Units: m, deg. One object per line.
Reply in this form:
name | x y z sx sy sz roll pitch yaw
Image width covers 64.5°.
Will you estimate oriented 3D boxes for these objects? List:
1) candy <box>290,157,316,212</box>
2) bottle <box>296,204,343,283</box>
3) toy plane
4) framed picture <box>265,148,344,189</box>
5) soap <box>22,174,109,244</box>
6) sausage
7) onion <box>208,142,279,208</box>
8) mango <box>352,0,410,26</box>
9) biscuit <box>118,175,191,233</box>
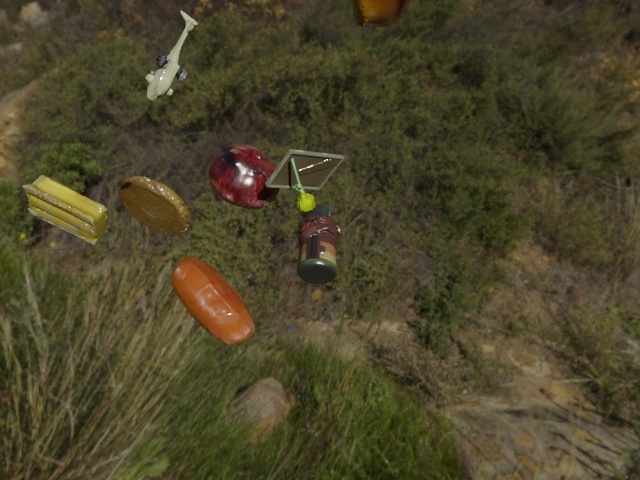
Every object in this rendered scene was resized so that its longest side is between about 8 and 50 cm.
candy | -0.057 -0.158 1.455 0.062 0.194 0.058 26 58 36
bottle | 0.000 0.000 1.674 0.156 0.143 0.271 19 51 -21
toy plane | -0.437 -0.537 1.495 0.092 0.286 0.108 29 -5 -42
framed picture | -0.044 -0.204 1.486 0.203 0.150 0.015 -2 56 -40
soap | -0.759 -0.093 1.525 0.233 0.135 0.076 25 49 -1
sausage | -0.269 0.150 1.258 0.258 0.133 0.133 47 28 10
onion | -0.244 -0.218 1.676 0.246 0.190 0.246 26 31 -17
mango | 0.173 -0.667 1.272 0.152 0.287 0.201 23 55 -5
biscuit | -0.453 -0.096 1.396 0.226 0.226 0.042 19 56 7
